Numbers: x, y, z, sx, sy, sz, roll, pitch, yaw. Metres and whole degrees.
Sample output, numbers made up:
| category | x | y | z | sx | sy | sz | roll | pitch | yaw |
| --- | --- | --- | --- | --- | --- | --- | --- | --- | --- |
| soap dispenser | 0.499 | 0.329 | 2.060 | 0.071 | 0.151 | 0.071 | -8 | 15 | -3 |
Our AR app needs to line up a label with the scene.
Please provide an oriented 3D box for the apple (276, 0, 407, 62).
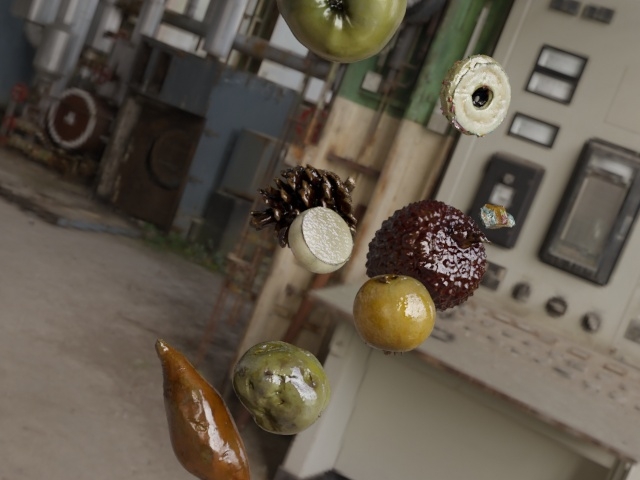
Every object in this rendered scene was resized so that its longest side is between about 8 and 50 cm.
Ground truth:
| category | x | y | z | sx | sy | sz | roll | pitch | yaw |
| --- | --- | --- | --- | --- | --- | --- | --- | --- | --- |
| apple | 0.038 | -0.460 | 1.711 | 0.262 | 0.262 | 0.262 | 21 | 7 | -3 |

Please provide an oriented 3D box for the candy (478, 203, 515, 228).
| category | x | y | z | sx | sy | sz | roll | pitch | yaw |
| --- | --- | --- | --- | --- | --- | --- | --- | --- | --- |
| candy | 0.366 | -0.048 | 1.974 | 0.046 | 0.053 | 0.182 | -13 | -7 | 30 |

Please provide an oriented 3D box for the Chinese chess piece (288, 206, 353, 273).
| category | x | y | z | sx | sy | sz | roll | pitch | yaw |
| --- | --- | --- | --- | --- | --- | --- | --- | --- | --- |
| Chinese chess piece | 0.000 | 0.000 | 1.677 | 0.122 | 0.122 | 0.051 | 17 | -32 | -32 |

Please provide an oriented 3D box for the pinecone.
| category | x | y | z | sx | sy | sz | roll | pitch | yaw |
| --- | --- | --- | --- | --- | --- | --- | --- | --- | --- |
| pinecone | -0.034 | -0.065 | 1.838 | 0.213 | 0.168 | 0.185 | -3 | -20 | 3 |

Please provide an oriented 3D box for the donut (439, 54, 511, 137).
| category | x | y | z | sx | sy | sz | roll | pitch | yaw |
| --- | --- | --- | --- | --- | --- | --- | --- | --- | --- |
| donut | 0.321 | -0.304 | 1.947 | 0.175 | 0.174 | 0.068 | 17 | 6 | -31 |

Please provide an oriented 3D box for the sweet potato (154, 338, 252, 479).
| category | x | y | z | sx | sy | sz | roll | pitch | yaw |
| --- | --- | --- | --- | --- | --- | --- | --- | --- | --- |
| sweet potato | -0.184 | 0.321 | 1.496 | 0.359 | 0.112 | 0.112 | 65 | 8 | -2 |

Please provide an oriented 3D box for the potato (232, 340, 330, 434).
| category | x | y | z | sx | sy | sz | roll | pitch | yaw |
| --- | --- | --- | --- | --- | --- | --- | --- | --- | --- |
| potato | -0.061 | 0.232 | 1.500 | 0.154 | 0.137 | 0.200 | 57 | -3 | 0 |

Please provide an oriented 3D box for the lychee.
| category | x | y | z | sx | sy | sz | roll | pitch | yaw |
| --- | --- | --- | --- | --- | --- | --- | --- | --- | --- |
| lychee | 0.244 | 0.034 | 2.079 | 0.300 | 0.264 | 0.264 | -25 | -26 | 36 |

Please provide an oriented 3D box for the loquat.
| category | x | y | z | sx | sy | sz | roll | pitch | yaw |
| --- | --- | --- | --- | --- | --- | --- | --- | --- | --- |
| loquat | 0.132 | 0.131 | 1.667 | 0.163 | 0.163 | 0.137 | 22 | 31 | 5 |
